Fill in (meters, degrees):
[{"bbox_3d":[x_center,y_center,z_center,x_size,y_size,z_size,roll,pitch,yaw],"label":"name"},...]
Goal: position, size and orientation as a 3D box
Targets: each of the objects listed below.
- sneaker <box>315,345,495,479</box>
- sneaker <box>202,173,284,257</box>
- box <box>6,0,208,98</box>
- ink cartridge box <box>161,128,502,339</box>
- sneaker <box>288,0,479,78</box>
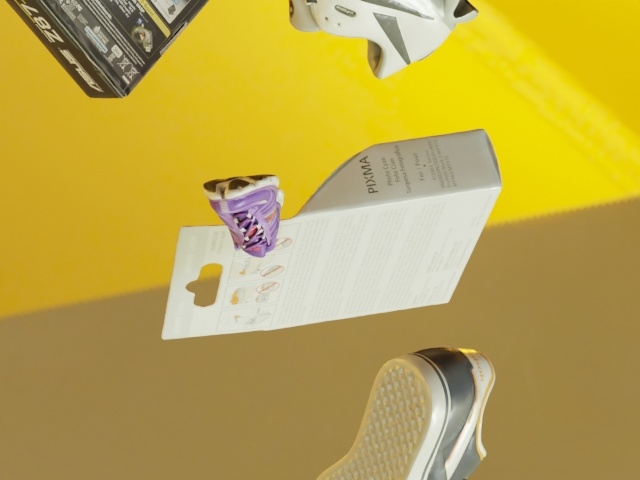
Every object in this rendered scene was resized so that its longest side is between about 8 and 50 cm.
[{"bbox_3d":[0.090,0.242,1.806,0.127,0.321,0.126,-12,-129,-41],"label":"sneaker"},{"bbox_3d":[-0.064,-0.022,1.620,0.170,0.068,0.071,36,-132,-75],"label":"sneaker"},{"bbox_3d":[-0.276,-0.414,2.022,0.097,0.318,0.395,6,143,53],"label":"box"},{"bbox_3d":[0.000,0.000,2.077,0.385,0.308,0.091,-7,-116,-13],"label":"ink cartridge box"},{"bbox_3d":[0.004,-0.279,1.669,0.330,0.146,0.122,43,-170,-29],"label":"sneaker"}]
